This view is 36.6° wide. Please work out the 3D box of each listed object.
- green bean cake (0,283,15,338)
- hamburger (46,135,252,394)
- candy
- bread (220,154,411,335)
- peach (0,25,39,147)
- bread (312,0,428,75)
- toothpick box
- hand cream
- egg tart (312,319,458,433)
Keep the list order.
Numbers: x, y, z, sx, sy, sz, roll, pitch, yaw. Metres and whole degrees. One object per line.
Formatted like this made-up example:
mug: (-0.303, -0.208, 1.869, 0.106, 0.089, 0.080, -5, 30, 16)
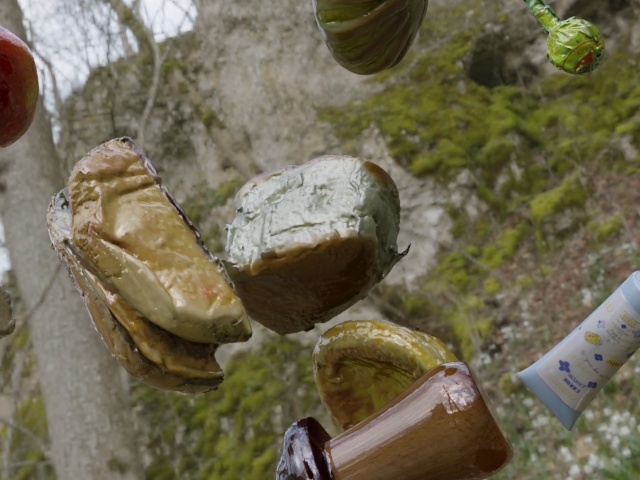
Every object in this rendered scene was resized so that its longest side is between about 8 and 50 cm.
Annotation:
green bean cake: (-0.566, 0.119, 1.458, 0.179, 0.085, 0.109, -2, -13, -44)
hamburger: (-0.181, 0.035, 0.929, 0.124, 0.262, 0.131, -46, -18, 33)
candy: (0.298, -0.335, 1.357, 0.077, 0.262, 0.073, -27, -19, -49)
bread: (0.000, 0.000, 1.568, 0.279, 0.225, 0.250, -13, -37, 11)
peach: (-0.600, -0.277, 1.712, 0.196, 0.190, 0.226, -12, -40, -13)
bread: (0.091, -0.421, 1.572, 0.160, 0.333, 0.333, 2, -20, 18)
toothpick box: (0.086, 0.278, 1.231, 0.294, 0.192, 0.192, -28, -27, 8)
hand cream: (0.230, 0.080, 0.777, 0.043, 0.065, 0.171, -14, -33, -52)
egg tart: (0.134, 0.242, 1.553, 0.128, 0.319, 0.319, -36, -7, -40)
